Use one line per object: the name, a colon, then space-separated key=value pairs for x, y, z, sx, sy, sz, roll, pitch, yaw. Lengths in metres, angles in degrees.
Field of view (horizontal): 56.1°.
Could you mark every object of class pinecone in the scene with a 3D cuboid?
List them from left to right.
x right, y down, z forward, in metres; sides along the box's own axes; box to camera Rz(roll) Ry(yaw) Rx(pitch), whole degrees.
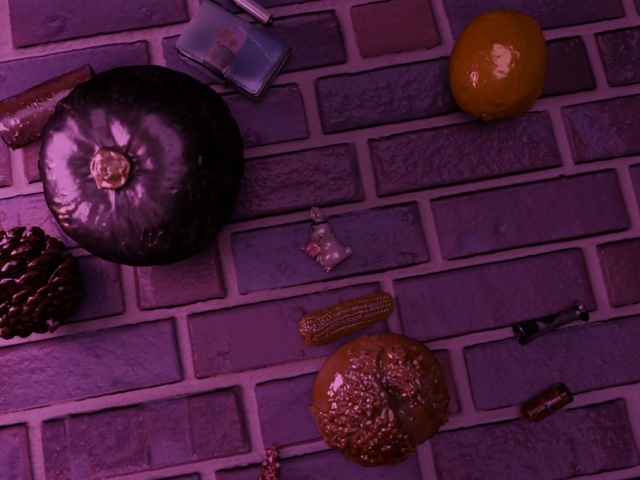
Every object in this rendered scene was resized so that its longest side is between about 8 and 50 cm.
pinecone: x=-0.654 y=0.089 z=1.352 sx=0.224 sy=0.224 sz=0.273 roll=-30 pitch=69 yaw=-5

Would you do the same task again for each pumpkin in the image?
pumpkin: x=-0.385 y=-0.164 z=1.328 sx=0.453 sy=0.344 sz=0.455 roll=1 pitch=95 yaw=8

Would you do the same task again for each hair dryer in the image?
hair dryer: x=-0.210 y=-0.640 z=1.546 sx=0.236 sy=0.073 sz=0.131 roll=37 pitch=81 yaw=3

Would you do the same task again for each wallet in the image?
wallet: x=-0.221 y=-0.478 z=1.512 sx=0.250 sy=0.075 sz=0.176 roll=32 pitch=84 yaw=4

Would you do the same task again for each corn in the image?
corn: x=0.062 y=0.182 z=1.402 sx=0.231 sy=0.080 sz=0.080 roll=-18 pitch=81 yaw=-5

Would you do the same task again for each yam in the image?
yam: x=-0.663 y=-0.321 z=1.467 sx=0.279 sy=0.131 sz=0.131 roll=-25 pitch=81 yaw=-5

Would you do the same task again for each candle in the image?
candle: x=0.511 y=0.378 z=1.378 sx=0.130 sy=0.052 sz=0.052 roll=-28 pitch=81 yaw=-4

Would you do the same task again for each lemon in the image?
lemon: x=0.420 y=-0.416 z=1.425 sx=0.233 sy=0.233 sz=0.288 roll=13 pitch=73 yaw=2

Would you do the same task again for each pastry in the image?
pastry: x=0.132 y=0.347 z=1.318 sx=0.315 sy=0.184 sz=0.285 roll=-26 pitch=80 yaw=-4

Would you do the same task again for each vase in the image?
vase: x=0.539 y=0.191 z=1.406 sx=0.166 sy=0.059 sz=0.059 roll=-19 pitch=81 yaw=-3

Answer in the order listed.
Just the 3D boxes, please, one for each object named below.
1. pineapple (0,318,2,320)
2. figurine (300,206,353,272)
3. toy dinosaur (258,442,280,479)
pineapple: x=-0.724 y=0.203 z=1.429 sx=0.083 sy=0.019 sz=0.045 roll=-2 pitch=77 yaw=-3
figurine: x=-0.003 y=0.001 z=1.428 sx=0.098 sy=0.081 sz=0.146 roll=-38 pitch=83 yaw=-6
toy dinosaur: x=-0.115 y=0.535 z=1.351 sx=0.049 sy=0.055 sz=0.154 roll=9 pitch=73 yaw=-1
